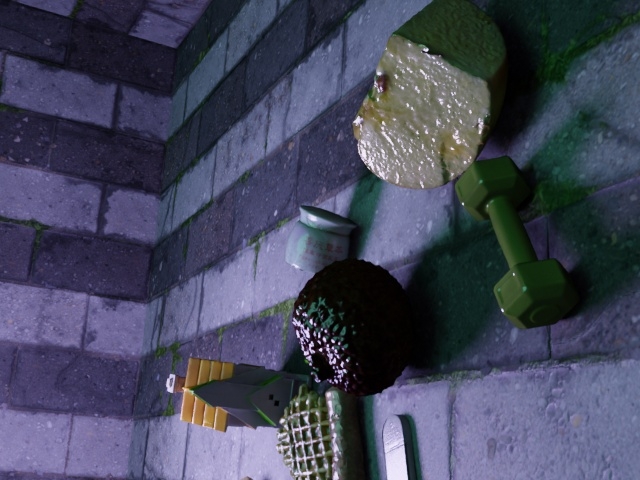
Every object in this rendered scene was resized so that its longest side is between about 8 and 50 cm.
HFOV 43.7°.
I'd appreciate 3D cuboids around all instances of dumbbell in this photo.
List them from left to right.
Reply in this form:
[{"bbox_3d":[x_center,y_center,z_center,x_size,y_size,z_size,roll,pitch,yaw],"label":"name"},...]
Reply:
[{"bbox_3d":[0.307,-0.003,1.271,0.121,0.108,0.302,-57,32,39],"label":"dumbbell"}]

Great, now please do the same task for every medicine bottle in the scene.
[{"bbox_3d":[0.000,0.000,1.866,0.147,0.147,0.143,38,112,62],"label":"medicine bottle"}]

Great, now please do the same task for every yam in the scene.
[{"bbox_3d":[0.056,0.467,1.637,0.081,0.081,0.357,-46,42,49],"label":"yam"}]

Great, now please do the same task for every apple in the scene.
[{"bbox_3d":[0.192,-0.261,1.468,0.309,0.252,0.314,105,157,-48],"label":"apple"}]

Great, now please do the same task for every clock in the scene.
[{"bbox_3d":[-0.213,0.383,1.960,0.235,0.309,0.166,-12,68,63],"label":"clock"}]

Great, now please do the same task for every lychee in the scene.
[{"bbox_3d":[0.070,0.169,1.550,0.260,0.260,0.261,-36,48,55],"label":"lychee"}]

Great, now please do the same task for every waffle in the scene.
[{"bbox_3d":[-0.023,0.452,1.804,0.214,0.054,0.208,38,114,45],"label":"waffle"}]

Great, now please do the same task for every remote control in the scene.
[{"bbox_3d":[0.153,0.450,1.507,0.077,0.022,0.245,-43,42,47],"label":"remote control"}]

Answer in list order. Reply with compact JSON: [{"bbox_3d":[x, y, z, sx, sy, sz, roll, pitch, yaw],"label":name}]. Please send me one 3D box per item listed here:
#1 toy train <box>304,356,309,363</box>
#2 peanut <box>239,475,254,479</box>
[{"bbox_3d":[0.034,0.262,1.762,0.202,0.081,0.060,-4,75,64],"label":"toy train"},{"bbox_3d":[-0.177,0.724,1.987,0.125,0.111,0.275,106,162,-47],"label":"peanut"}]
